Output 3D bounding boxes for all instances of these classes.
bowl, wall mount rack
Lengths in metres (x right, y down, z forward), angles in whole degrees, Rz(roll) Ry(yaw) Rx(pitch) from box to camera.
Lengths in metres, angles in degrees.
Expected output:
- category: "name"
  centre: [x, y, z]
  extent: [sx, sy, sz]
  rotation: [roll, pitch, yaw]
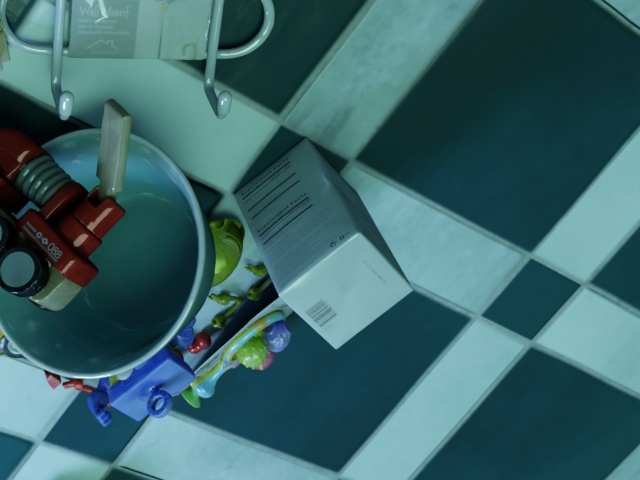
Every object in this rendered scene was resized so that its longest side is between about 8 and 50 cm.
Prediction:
- category: "bowl"
  centre: [-0.258, 0.022, 1.757]
  extent: [0.311, 0.311, 0.163]
  rotation: [-41, 163, 12]
- category: "wall mount rack"
  centre: [-0.202, -0.291, 1.626]
  extent: [0.350, 0.130, 0.304]
  rotation: [-2, 125, -19]

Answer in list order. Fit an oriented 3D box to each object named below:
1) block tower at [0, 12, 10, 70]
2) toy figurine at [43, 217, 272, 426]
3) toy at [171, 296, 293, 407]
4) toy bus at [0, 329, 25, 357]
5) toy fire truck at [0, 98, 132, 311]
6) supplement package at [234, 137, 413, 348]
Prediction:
- category: "block tower"
  centre: [-0.525, -0.213, 1.546]
  extent: [0.335, 0.091, 0.097]
  rotation: [-18, 120, -22]
- category: "toy figurine"
  centre: [-0.206, 0.162, 1.896]
  extent: [0.362, 0.217, 0.191]
  rotation: [-36, 128, 8]
- category: "toy"
  centre: [-0.103, 0.166, 1.996]
  extent: [0.237, 0.056, 0.137]
  rotation: [-38, 169, 12]
- category: "toy bus"
  centre: [-0.527, 0.111, 1.815]
  extent: [0.332, 0.108, 0.130]
  rotation: [-17, 127, -6]
- category: "toy fire truck"
  centre: [-0.324, -0.071, 1.637]
  extent: [0.246, 0.217, 0.158]
  rotation: [-45, 162, -3]
- category: "supplement package"
  centre: [0.000, 0.000, 1.834]
  extent: [0.134, 0.244, 0.139]
  rotation: [-38, 127, 8]
